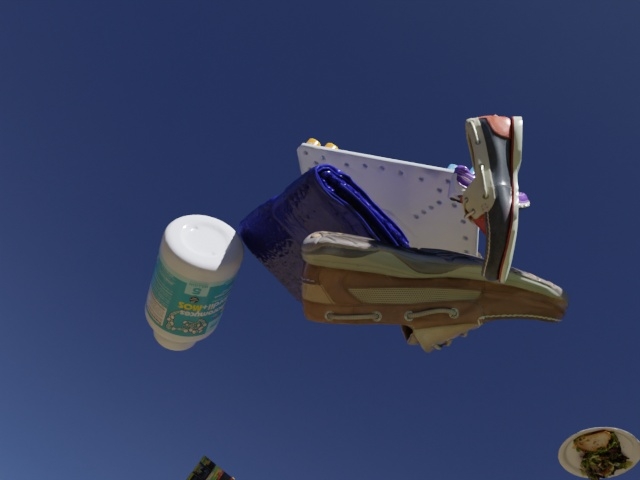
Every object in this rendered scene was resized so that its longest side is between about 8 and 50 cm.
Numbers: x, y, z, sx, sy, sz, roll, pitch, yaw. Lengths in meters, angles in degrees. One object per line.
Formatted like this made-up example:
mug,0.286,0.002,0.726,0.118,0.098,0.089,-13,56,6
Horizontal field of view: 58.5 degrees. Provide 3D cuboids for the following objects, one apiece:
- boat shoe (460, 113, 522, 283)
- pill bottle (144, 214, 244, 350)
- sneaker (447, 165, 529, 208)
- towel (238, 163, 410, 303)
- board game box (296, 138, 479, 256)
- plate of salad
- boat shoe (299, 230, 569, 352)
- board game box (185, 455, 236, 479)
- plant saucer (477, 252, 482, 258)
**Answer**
boat shoe,0.127,-0.034,0.431,0.043,0.137,0.049,4,-20,12
pill bottle,-0.244,0.091,1.070,0.146,0.146,0.264,28,-52,3
sneaker,0.299,-0.091,0.990,0.170,0.071,0.068,12,-5,-29
towel,0.000,0.000,0.990,0.228,0.076,0.308,48,-35,-10
board game box,0.155,-0.029,1.251,0.390,0.050,0.390,14,-42,25
plate of salad,0.709,0.548,1.446,0.200,0.048,0.200,3,-58,5
boat shoe,0.130,0.069,0.685,0.324,0.123,0.116,10,-85,-3
board game box,-0.260,0.578,1.244,0.048,0.170,0.141,17,-30,40
plant saucer,0.356,0.068,1.336,0.015,0.083,0.083,20,-43,-19
